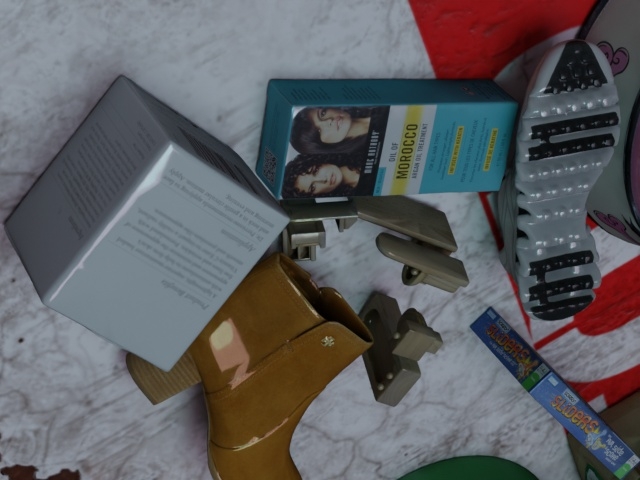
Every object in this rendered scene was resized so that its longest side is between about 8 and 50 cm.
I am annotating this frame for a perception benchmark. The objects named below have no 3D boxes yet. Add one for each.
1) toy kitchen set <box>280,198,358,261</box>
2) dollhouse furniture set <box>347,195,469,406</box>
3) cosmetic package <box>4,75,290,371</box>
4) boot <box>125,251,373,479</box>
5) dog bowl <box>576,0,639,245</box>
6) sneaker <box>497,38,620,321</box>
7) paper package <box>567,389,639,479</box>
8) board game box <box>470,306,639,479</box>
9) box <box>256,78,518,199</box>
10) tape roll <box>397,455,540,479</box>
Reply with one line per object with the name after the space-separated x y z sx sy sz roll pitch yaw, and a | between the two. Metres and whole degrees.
0.000 0.000 1.553 0.068 0.083 0.075 -5 121 -7 | toy kitchen set
0.051 0.052 1.598 0.123 0.144 0.151 20 123 -28 | dollhouse furniture set
-0.158 -0.015 1.434 0.151 0.151 0.184 34 100 -36 | cosmetic package
-0.031 0.155 1.600 0.211 0.104 0.295 -29 122 17 | boot
0.456 -0.139 1.659 0.407 0.150 0.408 -12 122 -19 | dog bowl
0.226 -0.068 1.612 0.110 0.118 0.292 -4 117 -17 | sneaker
0.493 0.313 1.936 0.309 0.168 0.325 -29 128 -7 | paper package
0.258 0.168 1.755 0.035 0.136 0.201 -44 128 4 | board game box
0.066 -0.100 1.549 0.244 0.060 0.101 -3 120 -24 | box
0.154 0.405 1.884 0.321 0.077 0.321 -12 122 -19 | tape roll
